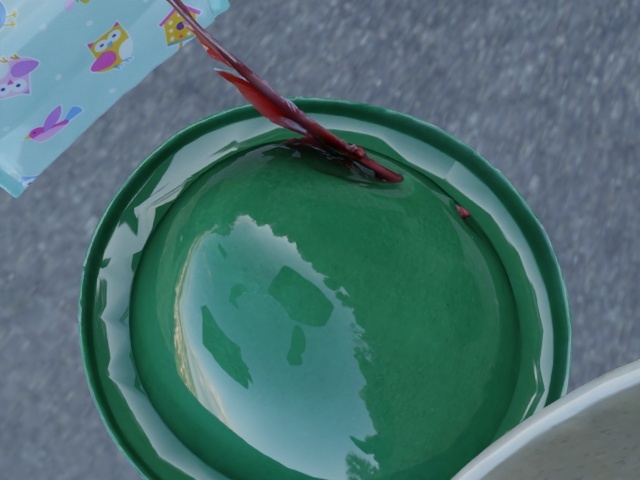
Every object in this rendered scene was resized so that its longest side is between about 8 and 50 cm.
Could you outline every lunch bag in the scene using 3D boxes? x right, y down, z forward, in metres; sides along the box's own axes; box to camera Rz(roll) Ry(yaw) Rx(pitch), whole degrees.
[{"bbox_3d":[-0.228,-0.205,1.229,0.223,0.262,0.160,-40,145,5],"label":"lunch bag"}]

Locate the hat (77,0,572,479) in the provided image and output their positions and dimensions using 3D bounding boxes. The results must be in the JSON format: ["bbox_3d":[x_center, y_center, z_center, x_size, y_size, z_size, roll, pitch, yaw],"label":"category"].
[{"bbox_3d":[0.000,0.000,0.543,0.208,0.173,0.183,14,162,-2],"label":"hat"}]

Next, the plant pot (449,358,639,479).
[{"bbox_3d":[0.134,0.171,0.303,0.191,0.284,0.284,18,134,-38],"label":"plant pot"}]
